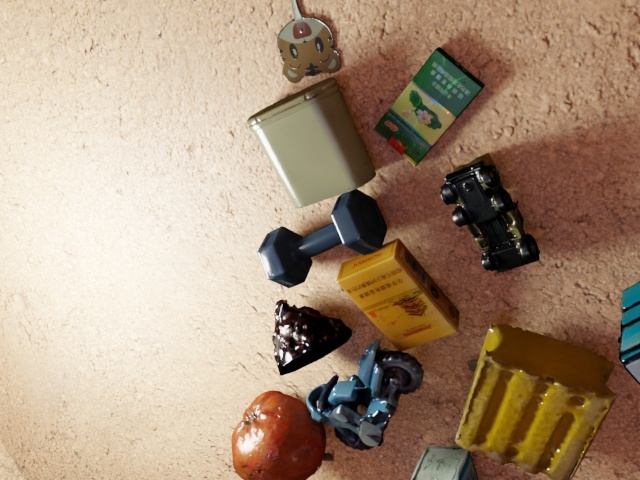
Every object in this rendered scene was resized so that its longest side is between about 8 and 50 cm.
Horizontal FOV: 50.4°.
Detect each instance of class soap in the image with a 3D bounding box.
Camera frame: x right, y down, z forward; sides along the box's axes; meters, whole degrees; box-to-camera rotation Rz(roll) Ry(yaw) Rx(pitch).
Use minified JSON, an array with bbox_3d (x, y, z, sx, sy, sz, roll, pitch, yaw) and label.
[{"bbox_3d":[0.496,0.385,1.598,0.293,0.156,0.335,13,127,11],"label":"soap"}]

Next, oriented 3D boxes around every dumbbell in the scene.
[{"bbox_3d":[0.000,0.000,1.660,0.316,0.144,0.156,-26,145,32],"label":"dumbbell"}]

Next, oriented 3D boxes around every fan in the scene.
[{"bbox_3d":[-0.044,-0.476,1.536,0.152,0.008,0.227,-5,112,27],"label":"fan"}]

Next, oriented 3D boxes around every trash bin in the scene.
[{"bbox_3d":[-0.020,-0.220,1.586,0.243,0.121,0.247,-17,109,29],"label":"trash bin"}]

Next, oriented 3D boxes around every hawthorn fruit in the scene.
[{"bbox_3d":[-0.091,0.580,1.937,0.307,0.276,0.276,28,125,-14],"label":"hawthorn fruit"}]

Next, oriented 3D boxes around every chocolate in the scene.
[{"bbox_3d":[-0.047,0.222,1.792,0.177,0.206,0.224,62,164,16],"label":"chocolate"}]

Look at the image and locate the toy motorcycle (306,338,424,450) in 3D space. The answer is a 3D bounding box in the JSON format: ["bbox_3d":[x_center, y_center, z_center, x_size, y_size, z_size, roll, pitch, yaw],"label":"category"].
[{"bbox_3d":[0.101,0.412,1.803,0.232,0.172,0.416,28,132,2],"label":"toy motorcycle"}]

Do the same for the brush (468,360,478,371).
[{"bbox_3d":[0.453,0.313,1.684,0.178,0.030,0.033,-9,120,27],"label":"brush"}]

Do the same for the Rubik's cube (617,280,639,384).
[{"bbox_3d":[0.786,0.200,1.329,0.293,0.283,0.288,46,125,-3],"label":"Rubik's cube"}]

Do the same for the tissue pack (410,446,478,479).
[{"bbox_3d":[0.348,0.720,1.827,0.146,0.198,0.263,-8,110,30],"label":"tissue pack"}]

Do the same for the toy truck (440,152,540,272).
[{"bbox_3d":[0.378,-0.056,1.482,0.127,0.127,0.257,-23,104,38],"label":"toy truck"}]

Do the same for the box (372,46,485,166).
[{"bbox_3d":[0.233,-0.288,1.487,0.132,0.034,0.235,41,124,1],"label":"box"}]

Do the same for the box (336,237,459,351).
[{"bbox_3d":[0.190,0.138,1.648,0.174,0.076,0.274,-25,119,33],"label":"box"}]
